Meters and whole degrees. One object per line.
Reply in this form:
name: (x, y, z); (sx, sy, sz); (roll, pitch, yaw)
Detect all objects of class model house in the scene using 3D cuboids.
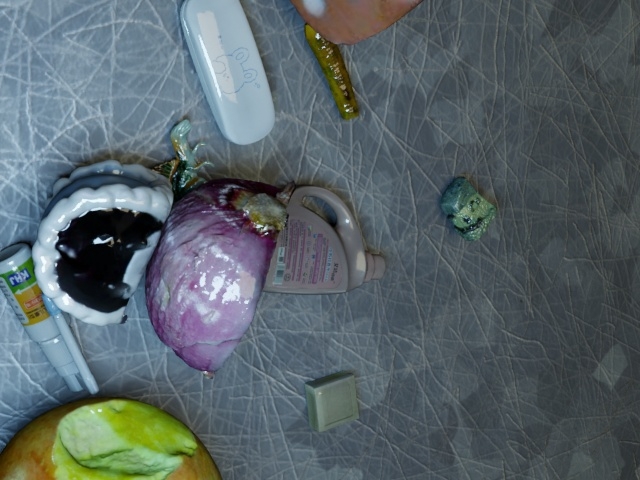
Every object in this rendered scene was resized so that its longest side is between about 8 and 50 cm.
model house: (0.245, -0.054, 1.860); (0.083, 0.066, 0.078); (47, 72, -28)

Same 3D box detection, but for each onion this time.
onion: (-0.173, 0.063, 1.543); (0.159, 0.267, 0.348); (23, 127, -7)

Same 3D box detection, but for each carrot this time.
carrot: (0.019, -0.261, 1.701); (0.042, 0.042, 0.170); (-33, 116, -23)

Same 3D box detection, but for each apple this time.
apple: (-0.290, 0.371, 1.469); (0.340, 0.340, 0.339); (-6, 102, -31)

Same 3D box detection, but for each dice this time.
dice: (0.063, -0.399, 1.601); (0.174, 0.179, 0.175); (-45, 111, -29)

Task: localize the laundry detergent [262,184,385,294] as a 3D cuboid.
laundry detergent: (0.000, 0.000, 1.713); (0.237, 0.076, 0.171); (1, 98, -32)

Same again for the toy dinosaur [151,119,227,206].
toy dinosaur: (-0.204, -0.075, 1.598); (0.106, 0.044, 0.187); (24, 103, -27)

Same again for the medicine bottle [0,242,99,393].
medicine bottle: (-0.367, 0.111, 1.498); (0.061, 0.092, 0.220); (-36, 116, -27)

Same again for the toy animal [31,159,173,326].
toy animal: (-0.297, -0.009, 1.465); (0.156, 0.204, 0.208); (23, 105, -18)

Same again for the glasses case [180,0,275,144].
glasses case: (-0.132, -0.251, 1.596); (0.092, 0.059, 0.233); (-27, 113, -27)

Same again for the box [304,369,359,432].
box: (0.021, 0.261, 1.797); (0.083, 0.035, 0.079); (-14, 106, -30)
